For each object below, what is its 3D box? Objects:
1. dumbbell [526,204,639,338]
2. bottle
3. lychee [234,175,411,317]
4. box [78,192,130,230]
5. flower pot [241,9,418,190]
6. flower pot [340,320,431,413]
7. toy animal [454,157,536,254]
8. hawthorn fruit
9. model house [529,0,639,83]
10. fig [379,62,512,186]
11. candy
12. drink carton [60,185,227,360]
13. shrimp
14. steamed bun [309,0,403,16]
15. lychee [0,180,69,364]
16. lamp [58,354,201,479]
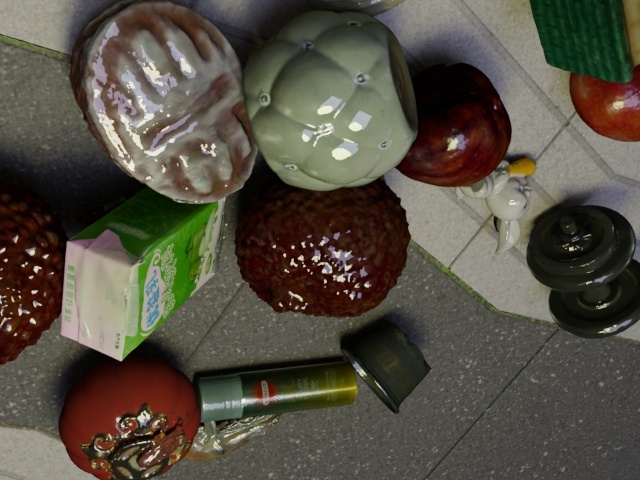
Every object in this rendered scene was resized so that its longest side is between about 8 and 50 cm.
[{"bbox_3d":[0.482,0.056,1.668,0.192,0.192,0.290,-33,128,3],"label":"dumbbell"},{"bbox_3d":[-0.081,0.267,1.661,0.286,0.082,0.082,-4,125,-19],"label":"bottle"},{"bbox_3d":[0.000,0.000,1.410,0.261,0.260,0.260,-11,127,-15],"label":"lychee"},{"bbox_3d":[-0.313,-0.030,1.397,0.082,0.023,0.051,-28,128,-2],"label":"box"},{"bbox_3d":[0.019,-0.186,1.249,0.195,0.246,0.246,-14,131,17],"label":"flower pot"},{"bbox_3d":[0.124,0.219,1.674,0.107,0.157,0.157,-38,130,-9],"label":"flower pot"},{"bbox_3d":[0.306,-0.074,1.585,0.127,0.131,0.182,-25,129,39],"label":"toy animal"},{"bbox_3d":[0.469,-0.247,1.474,0.188,0.169,0.169,32,107,-32],"label":"hawthorn fruit"},{"bbox_3d":[0.363,-0.431,1.221,0.343,0.334,0.382,-25,134,9],"label":"model house"},{"bbox_3d":[0.153,-0.162,1.409,0.250,0.204,0.186,-11,98,27],"label":"fig"},{"bbox_3d":[-0.205,-0.185,1.247,0.214,0.157,0.289,-40,124,-15],"label":"candy"},{"bbox_3d":[-0.239,0.024,1.305,0.108,0.271,0.161,20,122,13],"label":"drink carton"},{"bbox_3d":[-0.165,0.328,1.698,0.223,0.047,0.126,-24,119,-3],"label":"shrimp"},{"bbox_3d":[0.065,-0.390,1.215,0.211,0.144,0.218,-22,129,-7],"label":"steamed bun"},{"bbox_3d":[-0.476,0.047,1.240,0.300,0.264,0.264,-16,130,12],"label":"lychee"},{"bbox_3d":[-0.305,0.293,1.510,0.227,0.227,0.226,-11,127,-15],"label":"lamp"}]
